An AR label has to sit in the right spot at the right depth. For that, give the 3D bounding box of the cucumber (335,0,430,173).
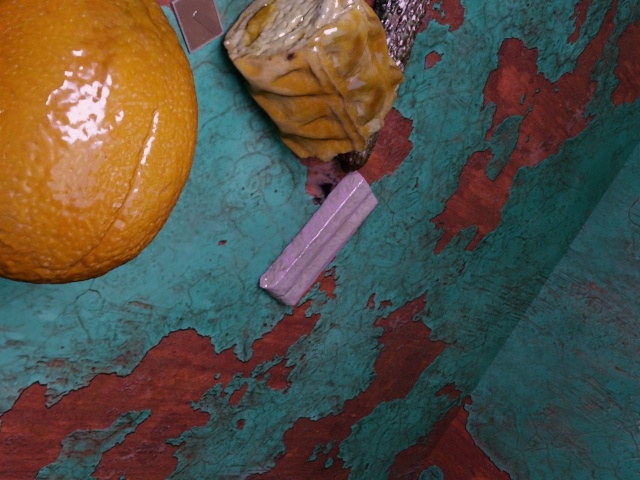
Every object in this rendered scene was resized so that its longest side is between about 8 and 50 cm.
[{"bbox_3d":[0.092,-0.280,1.386,0.096,0.096,0.359,-6,127,-45],"label":"cucumber"}]

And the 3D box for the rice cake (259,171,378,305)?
[{"bbox_3d":[0.002,0.000,1.546,0.298,0.050,0.106,-50,144,-4],"label":"rice cake"}]

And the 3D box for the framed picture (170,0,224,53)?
[{"bbox_3d":[-0.177,-0.322,1.118,0.066,0.006,0.089,-39,142,-19],"label":"framed picture"}]

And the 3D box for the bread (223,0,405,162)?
[{"bbox_3d":[-0.002,-0.270,1.198,0.238,0.196,0.252,-52,141,-3],"label":"bread"}]

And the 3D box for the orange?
[{"bbox_3d":[-0.304,-0.132,0.885,0.322,0.322,0.357,13,103,-51],"label":"orange"}]
